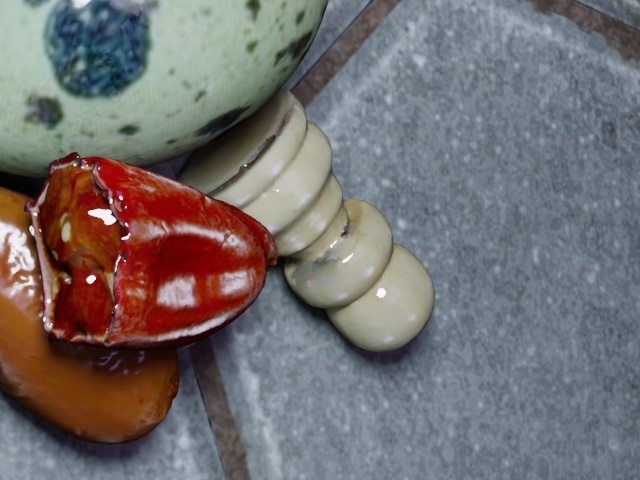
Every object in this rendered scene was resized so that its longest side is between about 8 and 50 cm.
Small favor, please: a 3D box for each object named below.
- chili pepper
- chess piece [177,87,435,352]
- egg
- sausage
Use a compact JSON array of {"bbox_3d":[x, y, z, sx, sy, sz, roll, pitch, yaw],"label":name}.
[{"bbox_3d":[-0.113,0.022,1.379,0.252,0.136,0.144,9,36,-51],"label":"chili pepper"},{"bbox_3d":[0.000,0.000,1.569,0.261,0.143,0.143,48,61,-23],"label":"chess piece"},{"bbox_3d":[-0.160,-0.200,1.402,0.379,0.287,0.287,-40,103,-33],"label":"egg"},{"bbox_3d":[-0.223,0.063,1.416,0.258,0.133,0.133,48,61,-18],"label":"sausage"}]
